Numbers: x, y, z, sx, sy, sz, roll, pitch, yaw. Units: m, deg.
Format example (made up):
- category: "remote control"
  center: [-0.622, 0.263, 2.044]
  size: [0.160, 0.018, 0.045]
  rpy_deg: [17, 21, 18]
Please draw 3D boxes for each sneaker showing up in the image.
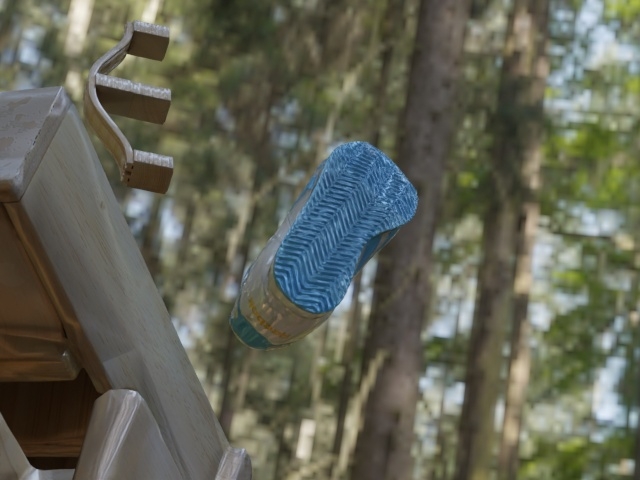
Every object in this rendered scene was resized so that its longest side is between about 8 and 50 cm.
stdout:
- category: "sneaker"
  center: [0.000, 0.000, 1.508]
  size: [0.087, 0.228, 0.092]
  rpy_deg: [45, -49, -3]

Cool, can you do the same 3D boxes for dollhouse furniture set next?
- category: "dollhouse furniture set"
  center: [-0.195, 0.161, 0.797]
  size: [0.362, 0.394, 0.256]
  rpy_deg: [-3, -49, 21]

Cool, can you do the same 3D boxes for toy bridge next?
- category: "toy bridge"
  center: [-0.142, -0.105, 1.394]
  size: [0.063, 0.188, 0.026]
  rpy_deg: [11, -52, -15]
